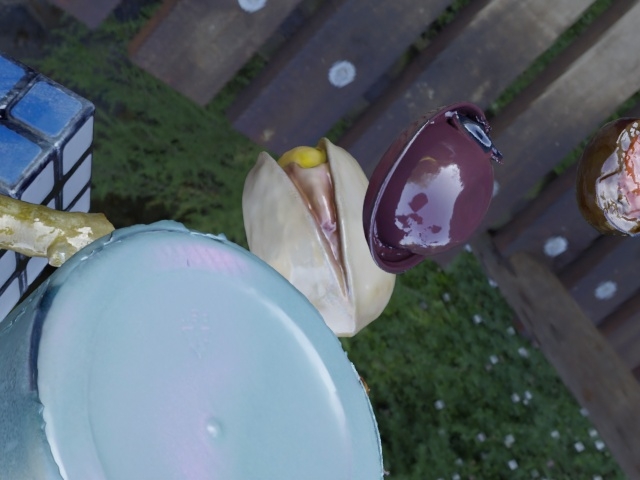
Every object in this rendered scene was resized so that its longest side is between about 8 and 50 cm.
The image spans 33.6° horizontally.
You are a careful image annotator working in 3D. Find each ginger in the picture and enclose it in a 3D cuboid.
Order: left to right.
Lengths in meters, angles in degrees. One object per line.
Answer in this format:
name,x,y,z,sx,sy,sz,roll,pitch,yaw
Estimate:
ginger,-0.369,-0.033,1.162,0.298,0.118,0.065,14,127,-5

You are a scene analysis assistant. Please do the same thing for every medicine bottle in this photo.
medicine bottle,-0.144,0.158,0.661,0.245,0.245,0.290,21,138,-38

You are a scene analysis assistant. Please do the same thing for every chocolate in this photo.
chocolate,0.353,-0.073,1.207,0.124,0.127,0.133,-7,99,-53

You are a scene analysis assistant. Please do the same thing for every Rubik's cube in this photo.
Rubik's cube,-0.538,-0.091,1.556,0.305,0.301,0.304,29,148,7

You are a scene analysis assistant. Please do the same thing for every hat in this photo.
hat,0.130,-0.048,1.136,0.205,0.089,0.205,-32,140,-32

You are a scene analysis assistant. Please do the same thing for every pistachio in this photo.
pistachio,0.000,0.000,1.632,0.230,0.309,0.230,-15,177,-1

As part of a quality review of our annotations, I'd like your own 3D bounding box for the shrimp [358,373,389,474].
shrimp,0.033,0.194,0.918,0.117,0.262,0.066,-55,160,4
